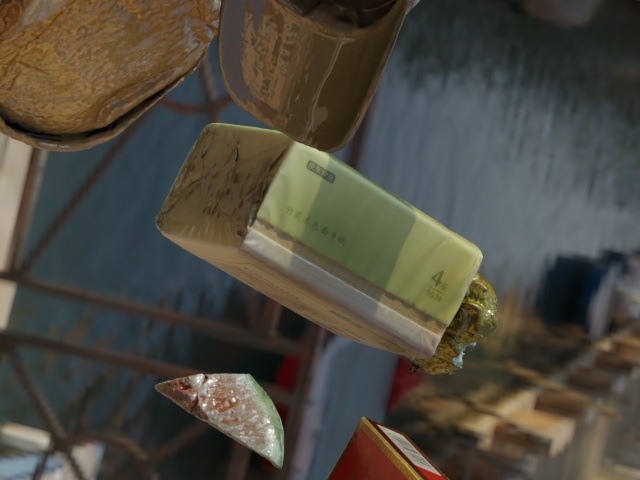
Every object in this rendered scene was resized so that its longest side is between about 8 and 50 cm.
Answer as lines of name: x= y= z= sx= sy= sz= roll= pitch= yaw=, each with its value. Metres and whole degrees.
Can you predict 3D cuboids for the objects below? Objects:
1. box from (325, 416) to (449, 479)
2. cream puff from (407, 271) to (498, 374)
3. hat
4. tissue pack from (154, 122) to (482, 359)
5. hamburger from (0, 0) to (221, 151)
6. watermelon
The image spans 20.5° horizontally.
box: x=0.074 y=0.296 z=1.770 sx=0.153 sy=0.074 sz=0.240 roll=-57 pitch=-152 yaw=5
cream puff: x=0.161 y=0.087 z=2.255 sx=0.156 sy=0.121 sz=0.156 roll=-51 pitch=-178 yaw=3
hat: x=0.012 y=-0.169 z=1.284 sx=0.144 sy=0.166 sz=0.173 roll=-42 pitch=150 yaw=-38
tissue pack: x=0.000 y=0.000 z=1.549 sx=0.234 sy=0.159 sz=0.125 roll=31 pitch=81 yaw=-32
hamburger: x=-0.200 y=-0.187 z=1.375 sx=0.286 sy=0.146 sz=0.243 roll=-9 pitch=138 yaw=-40
watermelon: x=-0.102 y=0.190 z=1.942 sx=0.094 sy=0.180 sz=0.081 roll=-10 pitch=119 yaw=-58
